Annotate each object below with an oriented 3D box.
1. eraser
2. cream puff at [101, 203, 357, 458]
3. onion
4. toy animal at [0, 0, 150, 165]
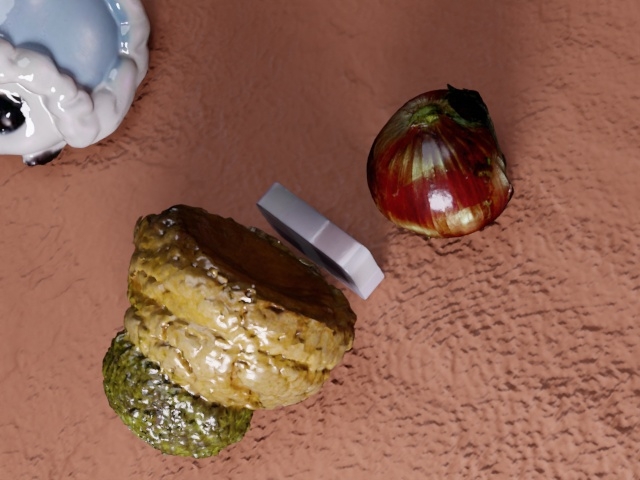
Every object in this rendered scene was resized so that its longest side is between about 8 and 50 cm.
[{"bbox_3d":[0.000,0.000,1.081,0.105,0.065,0.026,36,82,30],"label":"eraser"},{"bbox_3d":[-0.085,0.082,1.035,0.183,0.183,0.169,37,105,29],"label":"cream puff"},{"bbox_3d":[0.089,-0.054,1.056,0.118,0.118,0.117,-25,27,6],"label":"onion"},{"bbox_3d":[-0.271,-0.179,1.208,0.208,0.156,0.204,15,68,28],"label":"toy animal"}]
